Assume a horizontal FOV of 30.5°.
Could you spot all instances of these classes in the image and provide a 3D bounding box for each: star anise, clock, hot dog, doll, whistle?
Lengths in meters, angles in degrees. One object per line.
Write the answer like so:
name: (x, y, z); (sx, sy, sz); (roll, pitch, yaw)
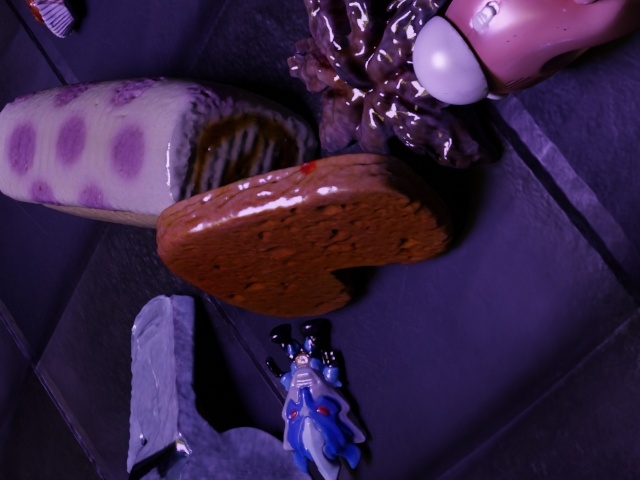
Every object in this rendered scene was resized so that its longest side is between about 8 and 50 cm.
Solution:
star anise: (0.051, -0.153, 1.005); (0.223, 0.109, 0.236); (-17, 97, 55)
clock: (0.159, -0.157, 0.838); (0.162, 0.166, 0.093); (-40, 78, 43)
hot dog: (-0.353, -0.324, 1.381); (0.191, 0.059, 0.108); (55, -177, 6)
doll: (-0.004, 0.182, 1.262); (0.096, 0.070, 0.195); (-10, 99, 19)
whistle: (-0.156, 0.268, 1.375); (0.405, 0.188, 0.168); (60, 141, 8)

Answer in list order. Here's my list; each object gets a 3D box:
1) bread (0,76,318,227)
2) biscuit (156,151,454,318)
bread: (-0.180, -0.092, 1.225); (0.338, 0.187, 0.155); (8, 86, 47)
biscuit: (0.000, -0.002, 1.087); (0.277, 0.262, 0.052); (-16, 64, 30)
